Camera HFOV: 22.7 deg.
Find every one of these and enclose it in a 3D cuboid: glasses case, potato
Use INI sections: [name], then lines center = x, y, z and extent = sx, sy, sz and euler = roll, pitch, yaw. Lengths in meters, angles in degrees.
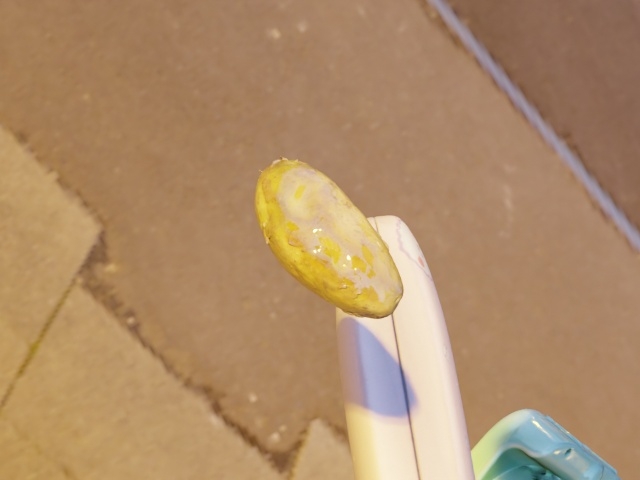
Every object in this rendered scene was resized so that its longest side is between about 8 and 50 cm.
[glasses case]
center = 0.055, 0.124, 1.023
extent = 0.113, 0.075, 0.296
euler = 85, -2, -63
[potato]
center = 0.000, 0.000, 0.726
extent = 0.046, 0.045, 0.092
euler = -30, 73, -25

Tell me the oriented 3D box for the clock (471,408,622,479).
[clock]
center = 0.142, 0.227, 1.221
extent = 0.060, 0.188, 0.148
euler = 40, 4, 41
